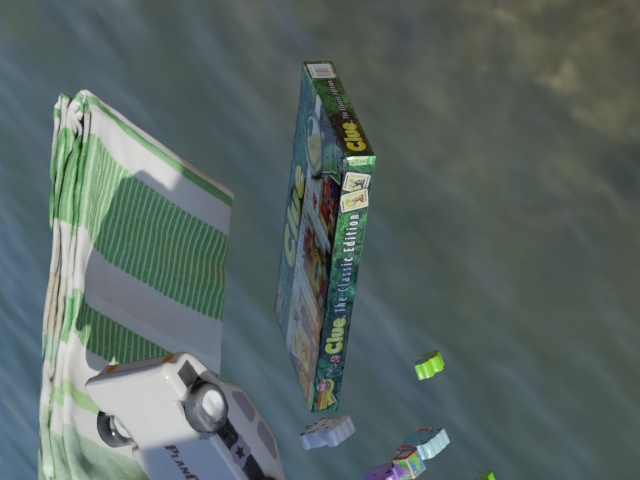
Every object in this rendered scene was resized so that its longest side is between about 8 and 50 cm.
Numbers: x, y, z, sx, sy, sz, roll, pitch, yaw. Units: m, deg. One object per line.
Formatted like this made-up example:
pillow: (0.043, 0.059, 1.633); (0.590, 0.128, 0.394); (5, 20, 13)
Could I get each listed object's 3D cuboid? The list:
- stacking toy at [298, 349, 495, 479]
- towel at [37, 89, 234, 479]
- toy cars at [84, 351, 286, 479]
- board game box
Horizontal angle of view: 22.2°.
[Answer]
stacking toy: (0.083, 0.227, 1.666); (0.052, 0.221, 0.167); (-13, 102, 44)
towel: (-0.140, 0.069, 1.309); (0.038, 0.325, 0.248); (-12, 155, 25)
toy cars: (0.011, 0.193, 1.178); (0.393, 0.087, 0.176); (29, 135, 3)
board game box: (0.000, 0.000, 1.319); (0.136, 0.030, 0.260); (-109, 21, -50)
